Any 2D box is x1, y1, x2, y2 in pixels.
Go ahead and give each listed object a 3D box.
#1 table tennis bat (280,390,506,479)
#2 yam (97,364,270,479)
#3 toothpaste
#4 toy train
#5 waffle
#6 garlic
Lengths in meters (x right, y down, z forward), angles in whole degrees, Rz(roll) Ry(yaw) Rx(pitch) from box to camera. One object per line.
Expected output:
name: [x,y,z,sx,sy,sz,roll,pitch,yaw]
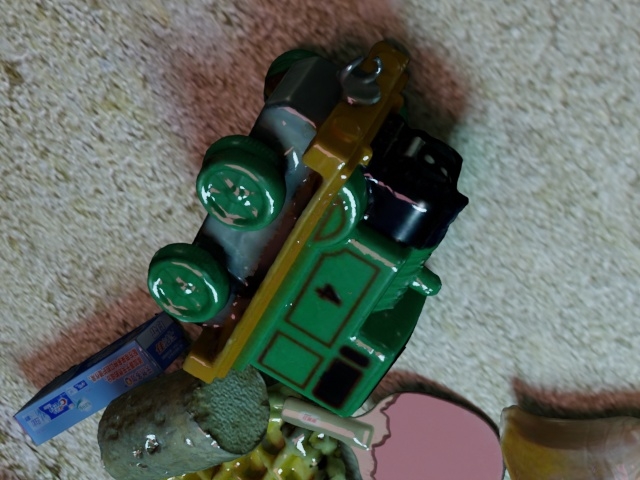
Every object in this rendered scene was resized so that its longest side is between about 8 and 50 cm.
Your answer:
table tennis bat: [0.072,0.206,1.714,0.234,0.022,0.131,17,105,12]
yam: [-0.150,0.192,1.776,0.194,0.107,0.107,-22,106,42]
toothpaste: [-0.251,0.158,1.926,0.272,0.066,0.053,-31,99,44]
toy train: [0.000,0.000,1.567,0.249,0.178,0.429,32,135,0]
waffle: [-0.079,0.285,1.863,0.297,0.073,0.317,2,107,35]
garlic: [0.262,0.203,1.579,0.198,0.090,0.129,-12,100,45]
